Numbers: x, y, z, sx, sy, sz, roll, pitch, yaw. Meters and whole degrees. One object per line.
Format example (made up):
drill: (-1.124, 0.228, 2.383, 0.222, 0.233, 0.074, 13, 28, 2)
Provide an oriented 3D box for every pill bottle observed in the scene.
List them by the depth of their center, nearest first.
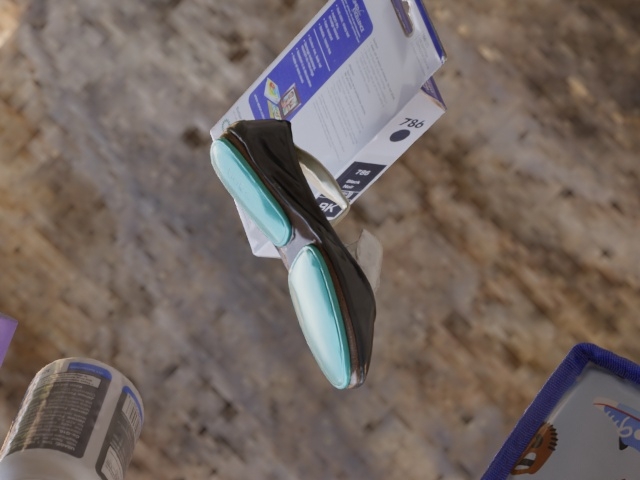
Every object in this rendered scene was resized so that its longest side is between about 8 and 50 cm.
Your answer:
pill bottle: (-0.159, 0.141, 1.124, 0.078, 0.078, 0.137, 40, -150, -16)

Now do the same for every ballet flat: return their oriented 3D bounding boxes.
ballet flat: (0.000, 0.000, 1.702, 0.096, 0.095, 0.280, -20, -106, -27)

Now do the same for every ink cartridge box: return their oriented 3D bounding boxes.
ink cartridge box: (0.021, -0.138, 1.831, 0.065, 0.333, 0.165, 5, -126, -39)

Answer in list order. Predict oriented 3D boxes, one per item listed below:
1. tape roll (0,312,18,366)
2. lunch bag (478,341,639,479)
tape roll: (-0.386, 0.079, 1.730, 0.189, 0.080, 0.189, 21, 177, 1)
lunch bag: (0.195, 0.331, 1.426, 0.239, 0.385, 0.328, 22, 154, 31)
